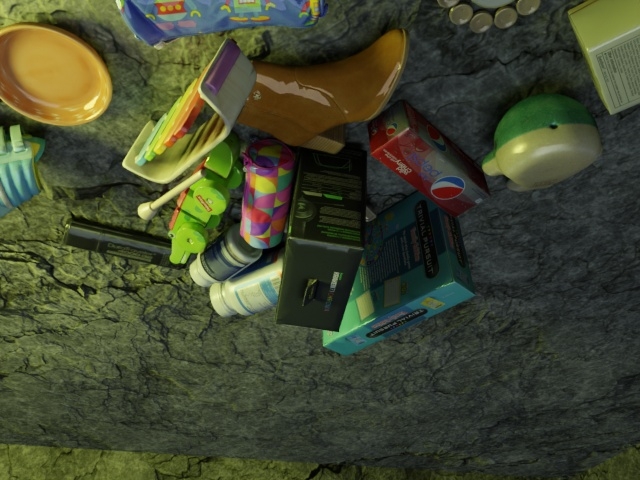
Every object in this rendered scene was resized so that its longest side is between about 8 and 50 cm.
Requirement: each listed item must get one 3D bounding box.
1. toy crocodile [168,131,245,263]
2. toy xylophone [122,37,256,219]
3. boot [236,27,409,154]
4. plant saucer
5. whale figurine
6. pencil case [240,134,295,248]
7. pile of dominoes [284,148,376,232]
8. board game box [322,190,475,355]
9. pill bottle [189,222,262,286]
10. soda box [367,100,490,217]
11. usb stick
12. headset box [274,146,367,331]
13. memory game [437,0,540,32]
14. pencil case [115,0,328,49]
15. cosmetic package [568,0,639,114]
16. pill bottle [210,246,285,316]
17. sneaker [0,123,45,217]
[{"bbox_3d":[-0.238,-0.077,1.218,0.105,0.115,0.340,29,133,-8],"label":"toy crocodile"},{"bbox_3d":[-0.217,-0.171,0.977,0.081,0.236,0.322,35,138,-24],"label":"toy xylophone"},{"bbox_3d":[-0.011,-0.257,1.003,0.211,0.104,0.295,16,143,-22],"label":"boot"},{"bbox_3d":[-0.445,-0.275,1.012,0.200,0.037,0.200,-1,143,-1],"label":"plant saucer"},{"bbox_3d":[0.404,-0.175,1.136,0.216,0.141,0.272,-10,166,10],"label":"whale figurine"},{"bbox_3d":[-0.111,-0.090,1.202,0.104,0.104,0.236,2,136,-6],"label":"pencil case"},{"bbox_3d":[-0.021,-0.080,1.304,0.196,0.040,0.251,-30,126,31],"label":"pile of dominoes"},{"bbox_3d":[0.146,0.065,1.303,0.336,0.254,0.079,-31,135,32],"label":"board game box"},{"bbox_3d":[-0.218,0.039,1.380,0.094,0.094,0.169,30,132,-34],"label":"pill bottle"},{"bbox_3d":[0.208,-0.150,1.168,0.092,0.083,0.263,-33,132,32],"label":"soda box"},{"bbox_3d":[-0.431,0.010,1.373,0.278,0.045,0.077,15,132,-20],"label":"usb stick"},{"bbox_3d":[0.000,0.000,1.152,0.131,0.283,0.246,9,137,-4],"label":"headset box"},{"bbox_3d":[0.263,-0.395,0.914,0.186,0.012,0.186,-1,141,-1],"label":"memory game"},{"bbox_3d":[-0.136,-0.350,0.861,0.306,0.119,0.133,-6,117,5],"label":"pencil case"},{"bbox_3d":[0.559,-0.337,0.922,0.309,0.113,0.160,-23,138,24],"label":"cosmetic package"},{"bbox_3d":[-0.146,0.105,1.446,0.221,0.124,0.124,-20,139,23],"label":"pill bottle"},{"bbox_3d":[-0.614,-0.186,1.072,0.208,0.127,0.319,-29,120,-9],"label":"sneaker"}]
